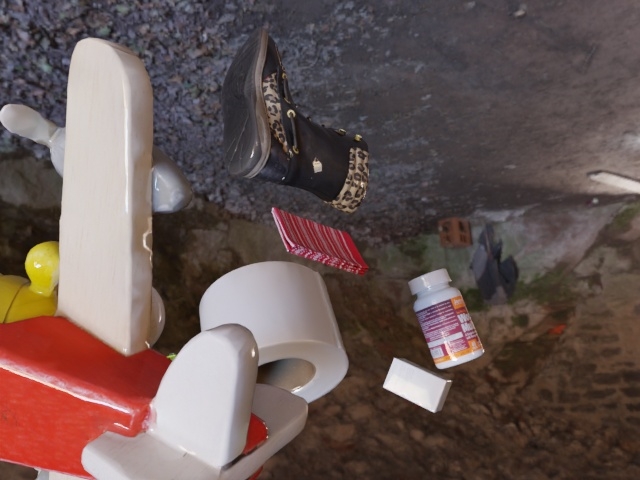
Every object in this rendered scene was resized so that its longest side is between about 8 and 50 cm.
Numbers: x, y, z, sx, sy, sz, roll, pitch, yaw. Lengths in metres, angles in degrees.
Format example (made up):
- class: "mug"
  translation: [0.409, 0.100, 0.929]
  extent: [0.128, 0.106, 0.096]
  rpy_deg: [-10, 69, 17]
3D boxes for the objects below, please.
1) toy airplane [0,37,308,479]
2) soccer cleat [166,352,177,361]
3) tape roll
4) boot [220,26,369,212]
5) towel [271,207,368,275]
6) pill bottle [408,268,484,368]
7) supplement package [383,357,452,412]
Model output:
- class: "toy airplane"
  translation: [-0.192, 0.097, 0.430]
  extent: [0.386, 0.384, 0.272]
  rpy_deg: [-35, -176, 14]
- class: "soccer cleat"
  translation: [-0.342, 0.391, 1.422]
  extent: [0.289, 0.121, 0.093]
  rpy_deg: [7, -150, 28]
- class: "tape roll"
  translation: [-0.087, 0.177, 0.923]
  extent: [0.246, 0.169, 0.246]
  rpy_deg: [-10, 138, -9]
- class: "boot"
  translation: [-0.047, -0.238, 1.047]
  extent: [0.284, 0.377, 0.138]
  rpy_deg: [22, 135, -33]
- class: "towel"
  translation: [0.000, 0.000, 1.477]
  extent: [0.275, 0.199, 0.031]
  rpy_deg: [19, 118, -33]
- class: "pill bottle"
  translation: [0.300, 0.188, 1.254]
  extent: [0.121, 0.221, 0.121]
  rpy_deg: [-18, 167, -4]
- class: "supplement package"
  translation: [0.310, 0.456, 1.639]
  extent: [0.179, 0.105, 0.105]
  rpy_deg: [21, 176, 28]
